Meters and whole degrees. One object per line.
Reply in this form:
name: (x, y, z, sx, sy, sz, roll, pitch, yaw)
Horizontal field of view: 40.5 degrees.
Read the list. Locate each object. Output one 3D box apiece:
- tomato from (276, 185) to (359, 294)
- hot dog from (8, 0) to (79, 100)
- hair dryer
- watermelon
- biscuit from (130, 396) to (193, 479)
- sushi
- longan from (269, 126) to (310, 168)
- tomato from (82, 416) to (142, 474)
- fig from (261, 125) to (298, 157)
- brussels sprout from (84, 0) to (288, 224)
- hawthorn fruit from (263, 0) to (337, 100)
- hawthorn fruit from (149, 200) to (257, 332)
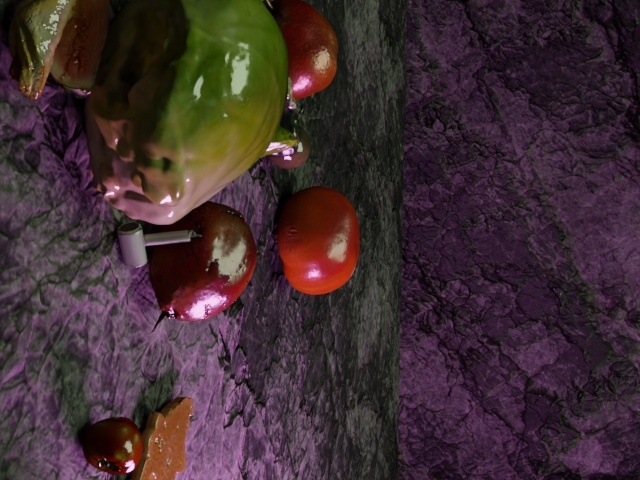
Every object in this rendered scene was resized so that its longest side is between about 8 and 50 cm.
tomato: (0.001, 0.002, 2.061, 0.260, 0.179, 0.260, 4, 90, -77)
hot dog: (-0.333, -0.252, 1.024, 0.078, 0.061, 0.169, 144, -35, -70)
hair dryer: (-0.241, 0.002, 1.311, 0.038, 0.124, 0.063, -103, -173, -60)
watermelon: (-0.317, -0.255, 1.087, 0.068, 0.087, 0.163, 17, 69, -36)
biscuit: (-0.269, 0.360, 1.445, 0.250, 0.035, 0.163, -67, 150, -51)
sushi: (-0.088, -0.288, 1.600, 0.296, 0.099, 0.373, -110, -172, -51)
longan: (-0.074, -0.214, 1.901, 0.106, 0.106, 0.119, -63, 138, -54)
tomato: (-0.296, 0.292, 1.246, 0.087, 0.087, 0.075, 76, 20, -47)
fig: (-0.167, -0.185, 1.405, 0.167, 0.233, 0.167, -40, 168, -10)
brussels sprout: (-0.192, -0.200, 1.172, 0.344, 0.268, 0.344, -51, 175, -7)
hawthorn fruit: (-0.070, -0.400, 1.733, 0.226, 0.196, 0.197, 60, 33, -36)
hawthorn fruit: (-0.201, 0.053, 1.398, 0.235, 0.181, 0.181, -65, 158, -17)
